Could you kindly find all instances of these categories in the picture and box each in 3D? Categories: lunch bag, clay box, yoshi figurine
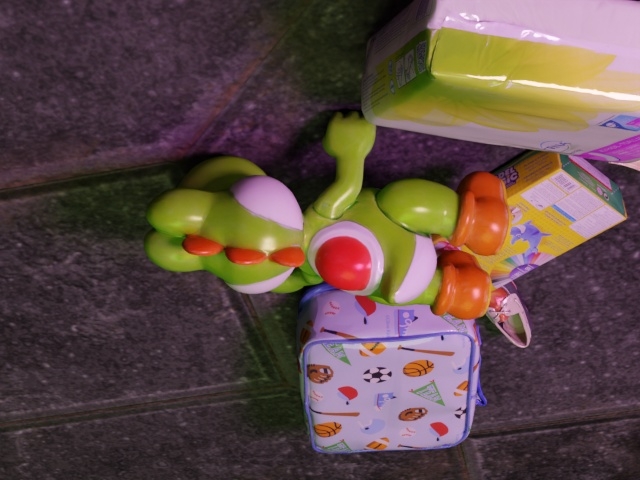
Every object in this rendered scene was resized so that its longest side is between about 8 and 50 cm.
[{"bbox_3d":[0.092,0.166,1.511,0.243,0.115,0.303,-5,142,0],"label":"lunch bag"},{"bbox_3d":[0.212,-0.018,1.321,0.222,0.053,0.127,-31,134,34],"label":"clay box"},{"bbox_3d":[-0.002,-0.021,1.227,0.362,0.203,0.203,5,165,-12],"label":"yoshi figurine"}]

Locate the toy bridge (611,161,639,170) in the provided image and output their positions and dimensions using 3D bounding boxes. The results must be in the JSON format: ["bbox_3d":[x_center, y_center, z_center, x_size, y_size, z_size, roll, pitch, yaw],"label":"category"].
[{"bbox_3d":[0.392,-0.077,1.243,0.188,0.063,0.026,8,123,-14],"label":"toy bridge"}]

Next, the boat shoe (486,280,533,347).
[{"bbox_3d":[0.228,0.085,1.467,0.049,0.043,0.137,-18,139,23],"label":"boat shoe"}]

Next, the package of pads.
[{"bbox_3d":[0.201,-0.145,1.044,0.296,0.101,0.229,8,174,-13],"label":"package of pads"}]
